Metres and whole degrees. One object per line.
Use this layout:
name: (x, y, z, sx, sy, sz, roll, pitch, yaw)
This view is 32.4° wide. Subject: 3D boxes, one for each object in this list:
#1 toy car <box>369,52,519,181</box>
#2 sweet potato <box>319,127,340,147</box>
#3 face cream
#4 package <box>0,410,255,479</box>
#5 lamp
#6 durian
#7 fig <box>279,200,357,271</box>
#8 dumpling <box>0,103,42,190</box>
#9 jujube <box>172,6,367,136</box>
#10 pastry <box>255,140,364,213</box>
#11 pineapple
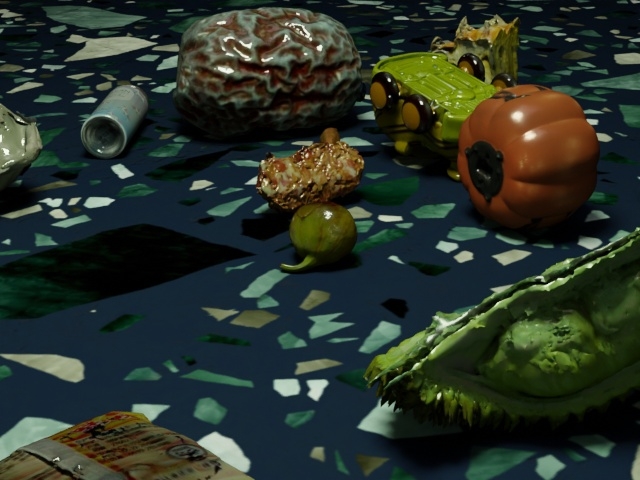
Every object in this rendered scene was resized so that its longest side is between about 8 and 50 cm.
toy car: (0.184, -0.187, 1.666, 0.200, 0.142, 0.248, -14, 36, -28)
sweet potato: (0.015, -0.159, 1.744, 0.034, 0.034, 0.095, 1, 22, 3)
face cream: (-0.332, -0.204, 1.811, 0.075, 0.075, 0.229, 0, 22, 2)
package: (-0.155, 0.199, 0.798, 0.223, 0.108, 0.288, -19, 26, -40)
lamp: (0.274, -0.108, 1.421, 0.164, 0.188, 0.187, -13, 26, -28)
durian: (0.204, 0.064, 0.988, 0.352, 0.169, 0.158, -24, 44, 1)
fig: (0.000, 0.000, 1.329, 0.084, 0.082, 0.098, 15, 64, 3)
dumpling: (-0.525, -0.112, 1.538, 0.293, 0.163, 0.204, 8, 58, 17)
jujube: (-0.087, -0.280, 1.826, 0.317, 0.226, 0.226, -2, 22, -18)
pastry: (-0.019, -0.082, 1.504, 0.169, 0.087, 0.063, -14, -8, -29)
pineapple: (0.257, -0.267, 1.851, 0.186, 0.236, 0.114, 49, 46, 10)
